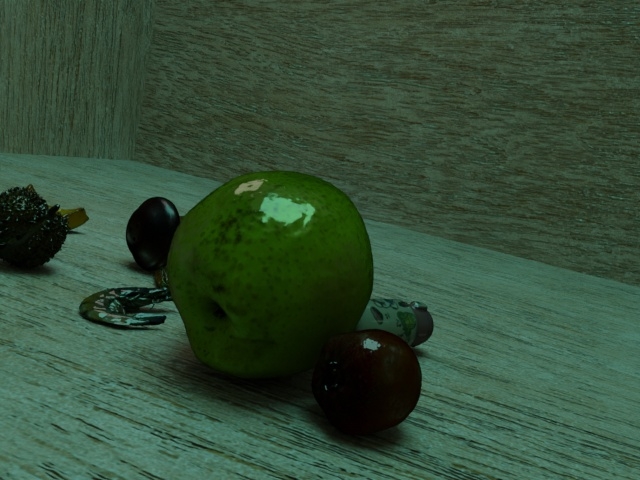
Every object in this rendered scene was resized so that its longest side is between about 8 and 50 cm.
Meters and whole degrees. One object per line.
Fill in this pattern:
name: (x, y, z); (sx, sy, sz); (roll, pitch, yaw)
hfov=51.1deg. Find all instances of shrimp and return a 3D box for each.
shrimp: (-0.365, 0.135, 1.341); (0.217, 0.051, 0.150); (-6, 21, -38)

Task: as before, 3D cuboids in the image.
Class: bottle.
bottle: (0.135, 0.180, 1.425); (0.253, 0.121, 0.120); (3, 13, -39)

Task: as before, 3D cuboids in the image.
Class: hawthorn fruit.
hawthorn fruit: (0.083, 0.215, 1.037); (0.188, 0.169, 0.169); (8, 9, -38)

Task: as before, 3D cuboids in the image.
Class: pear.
pear: (-0.090, 0.058, 1.160); (0.390, 0.391, 0.391); (11, 9, -2)

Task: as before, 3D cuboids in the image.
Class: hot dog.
hot dog: (-0.377, 0.089, 1.619); (0.049, 0.037, 0.122); (11, 10, -24)

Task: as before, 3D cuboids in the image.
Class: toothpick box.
toothpick box: (-0.367, -0.007, 1.780); (0.294, 0.192, 0.192); (11, 7, -44)

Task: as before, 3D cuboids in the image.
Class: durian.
durian: (-0.661, -0.037, 1.516); (0.196, 0.196, 0.167); (10, 38, -8)

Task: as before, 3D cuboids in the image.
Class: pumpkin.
pumpkin: (-0.840, -0.079, 1.899); (0.258, 0.095, 0.290); (18, 14, 16)

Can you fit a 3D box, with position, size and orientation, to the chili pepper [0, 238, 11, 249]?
chili pepper: (-0.794, -0.008, 1.582); (0.358, 0.077, 0.085); (0, 29, -32)
